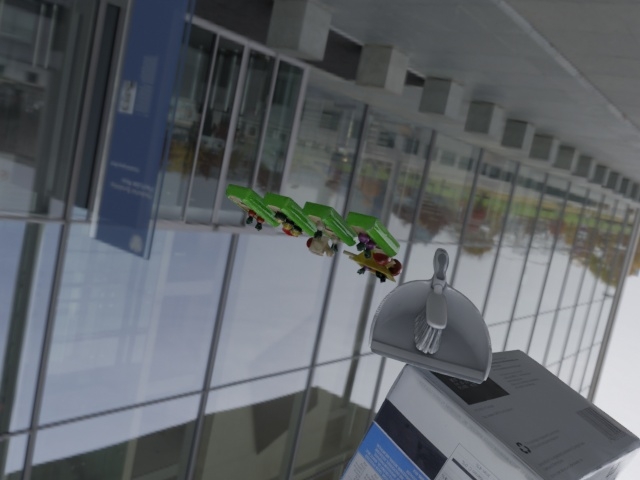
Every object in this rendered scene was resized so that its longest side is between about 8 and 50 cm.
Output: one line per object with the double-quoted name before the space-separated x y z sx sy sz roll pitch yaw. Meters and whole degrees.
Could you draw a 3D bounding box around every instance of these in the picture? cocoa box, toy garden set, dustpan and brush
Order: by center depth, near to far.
"dustpan and brush" 0.147 0.078 0.817 0.147 0.060 0.211 15 -152 4
"cocoa box" 0.236 0.313 0.877 0.347 0.228 0.231 7 -155 -49
"toy garden set" 0.000 0.000 0.956 0.244 0.049 0.204 14 166 29
